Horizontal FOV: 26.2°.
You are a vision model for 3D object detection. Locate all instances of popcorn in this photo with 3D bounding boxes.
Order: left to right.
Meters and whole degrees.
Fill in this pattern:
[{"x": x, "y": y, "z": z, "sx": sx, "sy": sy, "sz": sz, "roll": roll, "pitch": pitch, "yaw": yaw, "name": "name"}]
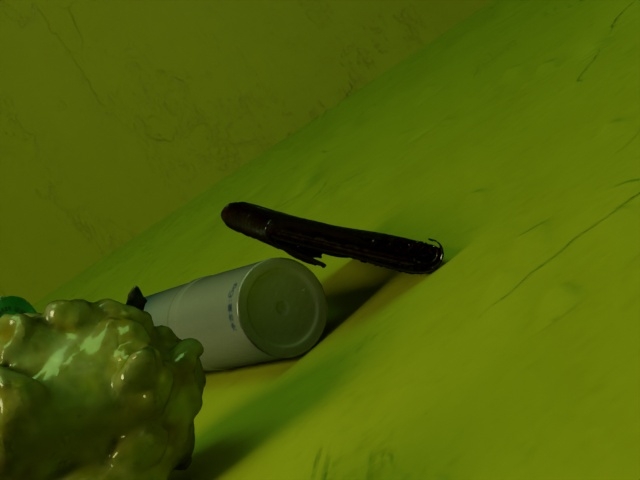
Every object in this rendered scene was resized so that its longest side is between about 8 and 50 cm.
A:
[{"x": -0.149, "y": 0.107, "z": 0.868, "sx": 0.173, "sy": 0.173, "sz": 0.142, "roll": -31, "pitch": 20, "yaw": 23, "name": "popcorn"}]

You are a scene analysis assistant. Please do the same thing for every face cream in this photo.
[{"x": -0.085, "y": 0.066, "z": 1.104, "sx": 0.077, "sy": 0.077, "sz": 0.250, "roll": -39, "pitch": 11, "yaw": -28, "name": "face cream"}]

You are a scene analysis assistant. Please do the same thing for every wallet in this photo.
[{"x": 0.000, "y": 0.000, "z": 1.090, "sx": 0.243, "sy": 0.133, "sz": 0.039, "roll": -169, "pitch": 91, "yaw": -78, "name": "wallet"}]

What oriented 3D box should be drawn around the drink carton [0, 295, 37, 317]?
[{"x": -0.316, "y": 0.159, "z": 1.317, "sx": 0.146, "sy": 0.144, "sz": 0.142, "roll": -40, "pitch": 1, "yaw": -35, "name": "drink carton"}]
